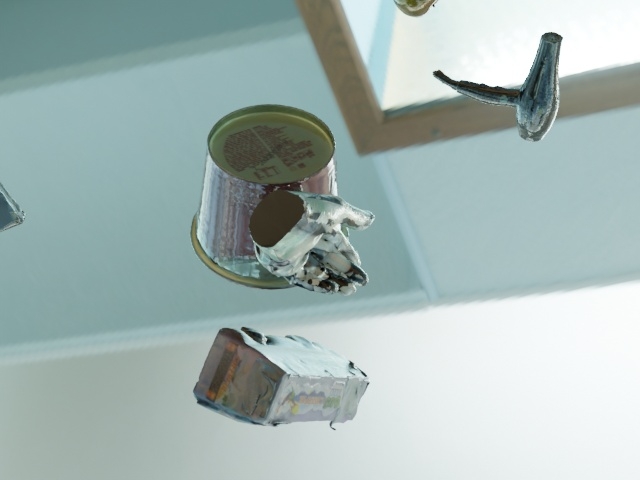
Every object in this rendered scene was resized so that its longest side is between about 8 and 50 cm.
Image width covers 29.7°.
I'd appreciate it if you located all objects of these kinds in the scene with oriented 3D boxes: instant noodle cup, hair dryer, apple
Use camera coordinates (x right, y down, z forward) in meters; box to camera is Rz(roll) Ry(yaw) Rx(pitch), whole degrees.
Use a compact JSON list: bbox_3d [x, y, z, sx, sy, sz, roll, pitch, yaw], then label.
[{"bbox_3d":[-0.071,-0.072,1.725,0.235,0.178,0.235,2,-138,-2],"label":"instant noodle cup"},{"bbox_3d":[0.294,-0.269,2.019,0.219,0.195,0.075,12,-141,11],"label":"hair dryer"},{"bbox_3d":[0.153,-0.386,1.849,0.089,0.089,0.074,-37,-105,-15],"label":"apple"}]

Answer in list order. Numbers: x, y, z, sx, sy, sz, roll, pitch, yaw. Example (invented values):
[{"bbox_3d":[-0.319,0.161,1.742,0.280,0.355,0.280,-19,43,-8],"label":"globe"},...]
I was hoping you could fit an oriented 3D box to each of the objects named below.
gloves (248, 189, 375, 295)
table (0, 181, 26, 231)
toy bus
[{"bbox_3d":[-0.008,0.000,1.556,0.111,0.212,0.127,13,-101,23],"label":"gloves"},{"bbox_3d":[-0.396,-0.023,0.940,0.196,0.282,0.250,-22,-146,13],"label":"table"},{"bbox_3d":[-0.043,0.195,1.671,0.138,0.317,0.112,24,-85,26],"label":"toy bus"}]
